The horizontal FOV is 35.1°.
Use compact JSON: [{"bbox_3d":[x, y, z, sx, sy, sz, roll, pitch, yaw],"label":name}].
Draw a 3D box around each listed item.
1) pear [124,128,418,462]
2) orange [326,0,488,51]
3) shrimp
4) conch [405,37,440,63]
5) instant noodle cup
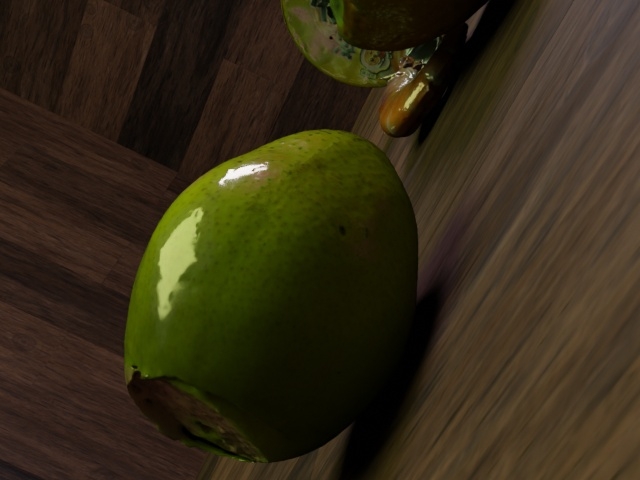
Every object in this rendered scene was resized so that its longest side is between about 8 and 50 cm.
[{"bbox_3d":[-0.020,0.031,0.649,0.219,0.187,0.187,-56,-1,-30],"label":"pear"},{"bbox_3d":[0.101,-0.324,0.972,0.262,0.196,0.334,-51,-19,-19],"label":"orange"},{"bbox_3d":[0.117,-0.192,1.173,0.150,0.068,0.248,-51,11,12],"label":"shrimp"},{"bbox_3d":[0.149,-0.290,1.414,0.057,0.076,0.085,-19,-59,-36],"label":"conch"},{"bbox_3d":[0.091,-0.387,1.544,0.264,0.264,0.200,-63,-4,34],"label":"instant noodle cup"}]
